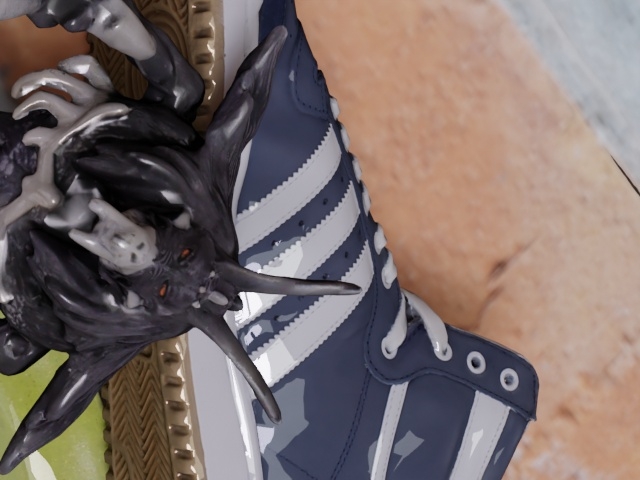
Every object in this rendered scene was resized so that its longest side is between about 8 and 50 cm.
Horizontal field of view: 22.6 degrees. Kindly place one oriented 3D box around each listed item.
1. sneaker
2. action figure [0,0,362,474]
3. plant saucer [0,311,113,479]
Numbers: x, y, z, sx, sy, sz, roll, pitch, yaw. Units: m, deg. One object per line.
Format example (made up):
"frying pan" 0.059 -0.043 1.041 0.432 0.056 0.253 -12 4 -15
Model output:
"sneaker" 0.000 0.000 0.604 0.153 0.099 0.282 -6 102 -30
"action figure" -0.120 -0.035 0.462 0.275 0.141 0.164 31 95 3
"plant saucer" -0.162 0.114 0.539 0.241 0.037 0.241 8 80 -49
